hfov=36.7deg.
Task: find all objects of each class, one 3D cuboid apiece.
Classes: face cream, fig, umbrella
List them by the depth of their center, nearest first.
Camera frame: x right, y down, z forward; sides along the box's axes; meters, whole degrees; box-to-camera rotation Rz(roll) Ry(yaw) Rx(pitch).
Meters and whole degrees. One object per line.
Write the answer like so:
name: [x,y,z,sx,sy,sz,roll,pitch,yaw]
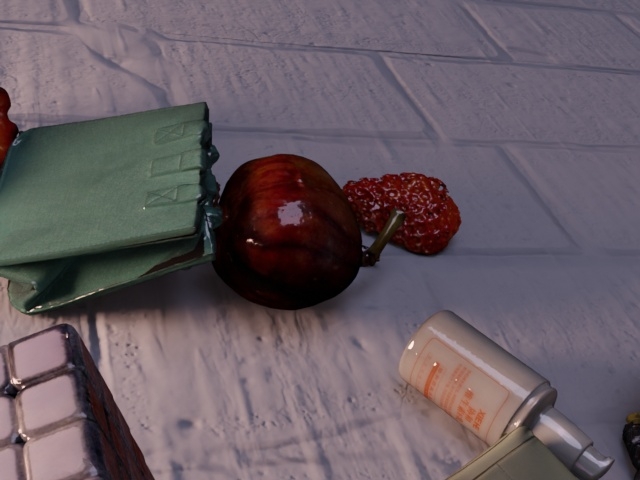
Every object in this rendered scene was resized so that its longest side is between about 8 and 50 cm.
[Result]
face cream: [0.211,0.185,1.083,0.251,0.101,0.101,36,40,28]
umbrella: [0.370,0.253,1.099,0.037,0.040,0.144,-16,33,15]
fig: [-0.013,0.011,1.206,0.249,0.186,0.204,29,14,-28]

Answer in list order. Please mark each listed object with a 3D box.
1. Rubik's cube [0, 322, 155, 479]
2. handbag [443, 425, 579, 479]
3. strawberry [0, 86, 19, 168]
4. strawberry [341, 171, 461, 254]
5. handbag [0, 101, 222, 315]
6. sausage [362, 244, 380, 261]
Rubik's cube: [-0.228,0.243,0.671,0.236,0.237,0.238,-21,44,-6]
handbag: [0.232,0.342,0.911,0.241,0.109,0.315,-22,62,-40]
strawberry: [-0.495,-0.121,1.219,0.150,0.280,0.253,-22,0,15]
strawberry: [0.115,-0.050,1.400,0.188,0.082,0.121,15,37,-4]
handbag: [-0.253,-0.041,1.160,0.274,0.100,0.269,-13,41,2]
sausage: [-0.013,-0.002,1.332,0.198,0.025,0.028,16,32,3]
